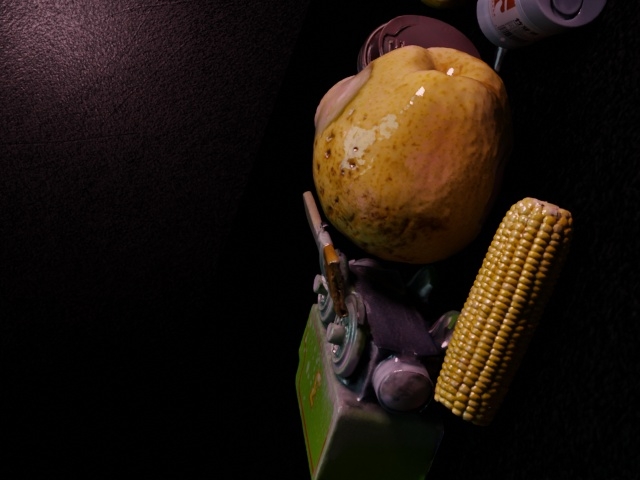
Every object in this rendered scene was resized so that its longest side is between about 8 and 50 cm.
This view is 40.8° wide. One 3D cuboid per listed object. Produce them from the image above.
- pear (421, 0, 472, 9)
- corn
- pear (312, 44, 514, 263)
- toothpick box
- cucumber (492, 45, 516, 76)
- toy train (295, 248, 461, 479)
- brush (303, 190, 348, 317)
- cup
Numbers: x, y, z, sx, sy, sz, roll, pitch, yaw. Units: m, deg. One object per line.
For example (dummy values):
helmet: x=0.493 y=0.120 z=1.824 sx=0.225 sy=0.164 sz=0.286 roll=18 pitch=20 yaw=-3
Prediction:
pear: x=0.208 y=-0.453 z=1.395 sx=0.149 sy=0.149 sz=0.162 roll=-56 pitch=39 yaw=44
corn: x=0.193 y=0.075 z=0.915 sx=0.081 sy=0.081 sz=0.248 roll=-128 pitch=59 yaw=-72
pear: x=0.122 y=-0.107 z=1.067 sx=0.271 sy=0.271 sz=0.271 roll=-161 pitch=90 yaw=-75
toothpick box: x=0.269 y=-0.297 z=1.063 sx=0.153 sy=0.101 sz=0.101 roll=-173 pitch=101 yaw=-75
cucumber: x=0.263 y=-0.291 z=1.201 sx=0.043 sy=0.039 sz=0.163 roll=62 pitch=-133 yaw=-82
toy train: x=0.068 y=0.160 z=1.107 sx=0.307 sy=0.174 sz=0.248 roll=-106 pitch=30 yaw=-64
brush: x=0.000 y=0.000 z=1.099 sx=0.336 sy=0.020 sz=0.085 roll=-108 pitch=8 yaw=-70
cup: x=0.125 y=-0.193 z=1.315 sx=0.279 sy=0.196 sz=0.196 roll=116 pitch=166 yaw=-55
